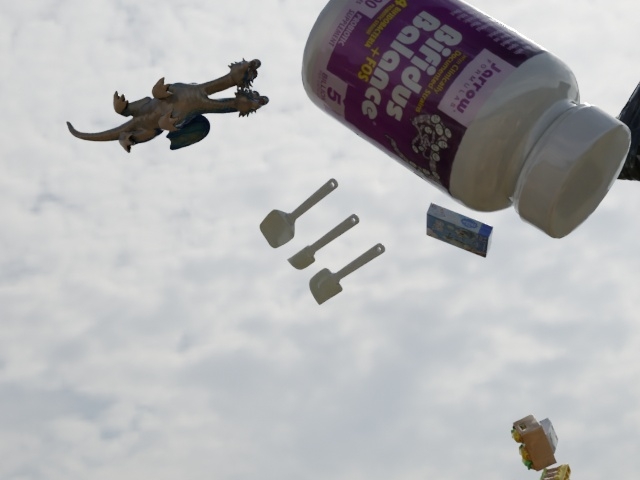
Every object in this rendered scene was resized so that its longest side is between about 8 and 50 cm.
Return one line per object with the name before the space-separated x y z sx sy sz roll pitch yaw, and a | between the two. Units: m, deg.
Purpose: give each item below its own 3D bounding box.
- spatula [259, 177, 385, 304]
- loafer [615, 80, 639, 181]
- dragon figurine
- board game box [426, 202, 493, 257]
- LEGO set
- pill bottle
spatula | 0.000 0.000 2.106 0.019 0.168 0.242 -33 -2 -33
loafer | 0.362 -0.142 1.550 0.061 0.170 0.062 -2 -37 46
dragon figurine | -0.204 -0.171 1.848 0.289 0.085 0.144 -20 -6 35
board game box | 0.186 -0.013 1.829 0.090 0.020 0.090 23 -15 12
LEGO set | 0.247 0.308 1.478 0.107 0.132 0.287 -17 -41 25
pill bottle | 0.140 -0.132 1.311 0.169 0.301 0.169 -39 -31 -28
